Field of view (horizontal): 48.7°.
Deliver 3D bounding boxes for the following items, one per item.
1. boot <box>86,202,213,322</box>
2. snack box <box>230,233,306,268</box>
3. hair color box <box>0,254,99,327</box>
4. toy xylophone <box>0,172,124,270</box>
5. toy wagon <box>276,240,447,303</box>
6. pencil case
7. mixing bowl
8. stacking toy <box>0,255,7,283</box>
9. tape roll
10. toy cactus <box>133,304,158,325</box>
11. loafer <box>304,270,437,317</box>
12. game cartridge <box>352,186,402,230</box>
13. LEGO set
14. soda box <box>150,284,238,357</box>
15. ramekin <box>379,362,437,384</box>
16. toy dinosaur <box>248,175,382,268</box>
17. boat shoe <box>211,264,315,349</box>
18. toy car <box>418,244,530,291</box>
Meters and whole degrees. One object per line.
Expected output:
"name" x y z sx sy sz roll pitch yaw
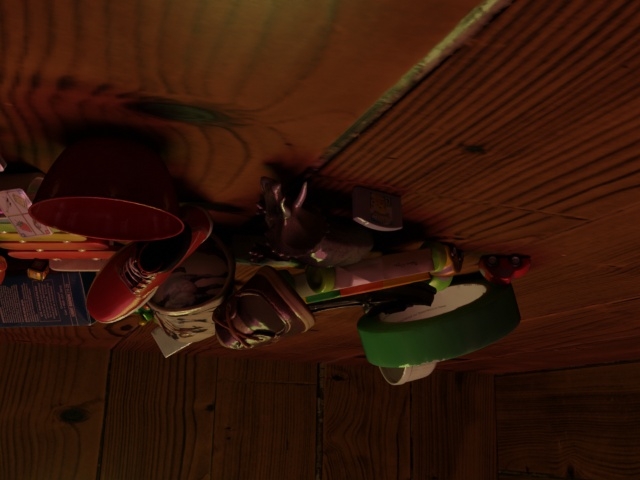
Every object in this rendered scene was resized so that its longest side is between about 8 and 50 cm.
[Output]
"boot" -0.270 0.047 1.023 0.244 0.088 0.176 -42 -173 11
"snack box" -0.093 0.021 1.291 0.141 0.037 0.100 3 163 -6
"hair color box" -0.544 0.090 1.345 0.347 0.105 0.174 -4 -168 17
"toy xylophone" -0.451 -0.026 1.074 0.236 0.081 0.323 -3 164 16
"toy wagon" 0.046 0.066 1.254 0.267 0.068 0.344 -7 173 -35
"pencil case" -0.255 0.092 1.337 0.184 0.159 0.410 4 164 -7
"mixing bowl" -0.254 -0.068 0.866 0.182 0.098 0.181 2 164 1
"stacking toy" -0.628 0.003 1.108 0.309 0.130 0.279 28 -173 -15
"tape roll" 0.236 0.159 1.430 0.321 0.077 0.321 -17 -175 2
"toy cactus" -0.421 0.129 1.652 0.181 0.112 0.219 24 162 -10
"loafer" 0.091 0.120 1.437 0.303 0.095 0.109 4 164 35
"game cartridge" 0.082 -0.043 1.007 0.083 0.056 0.017 10 162 -31
"LEGO set" -0.443 -0.031 0.873 0.183 0.060 0.244 -6 130 18
"soda box" -0.281 0.187 1.656 0.216 0.074 0.069 -31 177 9
"ramekin" 0.236 0.284 1.927 0.109 0.207 0.207 -2 167 -19
"toy dinosaur" 0.000 0.000 1.033 0.314 0.121 0.160 20 177 -44
"boat shoe" -0.109 0.130 1.138 0.123 0.123 0.342 50 161 -6
"toy car" 0.259 0.066 1.391 0.239 0.053 0.225 9 163 -25
